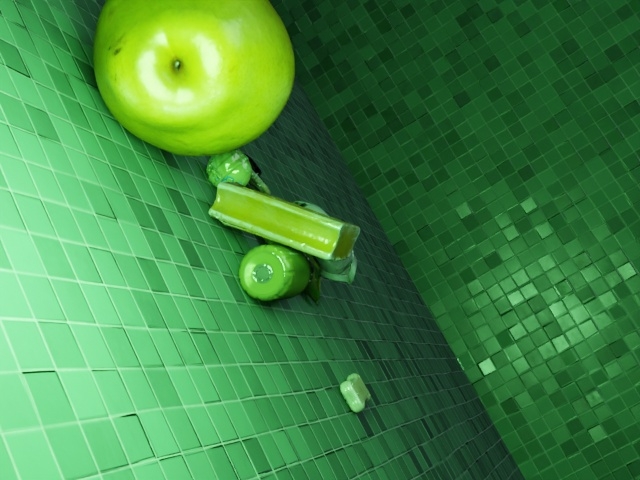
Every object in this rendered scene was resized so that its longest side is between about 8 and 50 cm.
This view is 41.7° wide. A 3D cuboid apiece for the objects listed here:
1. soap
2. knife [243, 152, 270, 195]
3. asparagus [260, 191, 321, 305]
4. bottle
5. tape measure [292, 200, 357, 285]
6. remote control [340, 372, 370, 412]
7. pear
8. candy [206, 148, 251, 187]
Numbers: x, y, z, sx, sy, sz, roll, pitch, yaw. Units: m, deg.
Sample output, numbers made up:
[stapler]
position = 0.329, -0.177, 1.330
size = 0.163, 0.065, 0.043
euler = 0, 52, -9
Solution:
[soap]
position = -0.071, -0.037, 1.717
size = 0.274, 0.089, 0.173
euler = 20, 3, 15
[knife]
position = -0.209, -0.222, 1.959
size = 0.089, 0.043, 0.365
euler = 30, -16, 41
[asparagus]
position = -0.080, 0.009, 1.943
size = 0.343, 0.085, 0.082
euler = 52, -11, -19
[bottle]
position = -0.077, 0.065, 1.724
size = 0.112, 0.112, 0.260
euler = 60, 12, 9
[tape measure]
position = 0.000, 0.000, 2.057
size = 0.236, 0.120, 0.197
euler = 46, -12, 43
[remote control]
position = 0.077, 0.337, 1.862
size = 0.074, 0.032, 0.122
euler = 59, 12, 5
[pear]
position = -0.226, -0.327, 1.520
size = 0.362, 0.362, 0.418
euler = 56, 9, -10
[candy]
position = -0.272, -0.245, 1.827
size = 0.335, 0.092, 0.093
euler = 52, -31, 4
